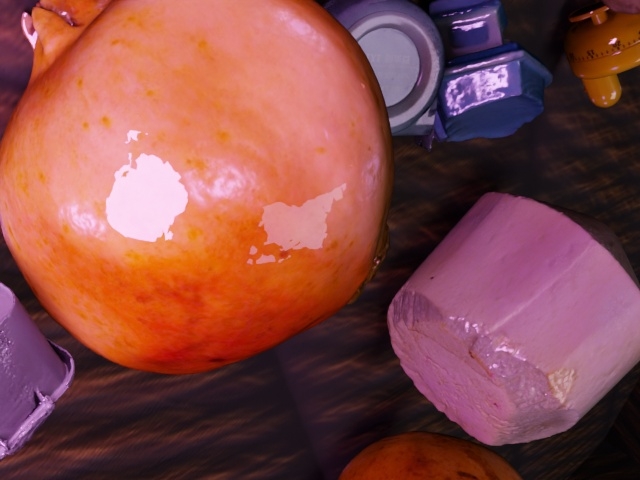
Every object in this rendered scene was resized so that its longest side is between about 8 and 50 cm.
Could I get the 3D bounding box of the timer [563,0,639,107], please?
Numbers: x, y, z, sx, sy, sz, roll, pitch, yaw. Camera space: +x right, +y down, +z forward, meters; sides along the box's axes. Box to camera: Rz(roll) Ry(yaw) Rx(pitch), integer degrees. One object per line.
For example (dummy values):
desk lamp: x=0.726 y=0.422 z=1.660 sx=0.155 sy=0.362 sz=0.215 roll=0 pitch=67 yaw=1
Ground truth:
timer: x=0.294 y=-0.188 z=1.481 sx=0.107 sy=0.107 sz=0.109 roll=-38 pitch=110 yaw=-40

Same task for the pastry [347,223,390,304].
pastry: x=0.000 y=0.000 z=1.108 sx=0.109 sy=0.097 sz=0.057 roll=-63 pitch=177 yaw=-59

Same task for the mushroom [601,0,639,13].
mushroom: x=0.323 y=-0.341 z=1.311 sx=0.286 sy=0.156 sz=0.151 roll=-50 pitch=132 yaw=-16

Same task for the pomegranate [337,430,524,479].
pomegranate: x=0.128 y=0.346 z=1.738 sx=0.264 sy=0.264 sz=0.264 roll=-47 pitch=159 yaw=-24

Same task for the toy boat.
toy boat: x=0.129 y=-0.139 z=1.218 sx=0.109 sy=0.098 sz=0.238 roll=-14 pitch=174 yaw=10

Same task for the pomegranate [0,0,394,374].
pomegranate: x=-0.063 y=-0.033 z=0.753 sx=0.209 sy=0.209 sz=0.209 roll=-47 pitch=159 yaw=-24

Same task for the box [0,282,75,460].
box: x=-0.187 y=0.048 z=0.721 sx=0.084 sy=0.122 sz=0.069 roll=-48 pitch=148 yaw=-23

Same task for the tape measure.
tape measure: x=0.025 y=-0.129 z=1.056 sx=0.180 sy=0.104 sz=0.107 roll=-110 pitch=-156 yaw=-73

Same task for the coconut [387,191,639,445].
coconut: x=0.213 y=0.069 z=1.536 sx=0.244 sy=0.239 sz=0.239 roll=-41 pitch=157 yaw=-22
